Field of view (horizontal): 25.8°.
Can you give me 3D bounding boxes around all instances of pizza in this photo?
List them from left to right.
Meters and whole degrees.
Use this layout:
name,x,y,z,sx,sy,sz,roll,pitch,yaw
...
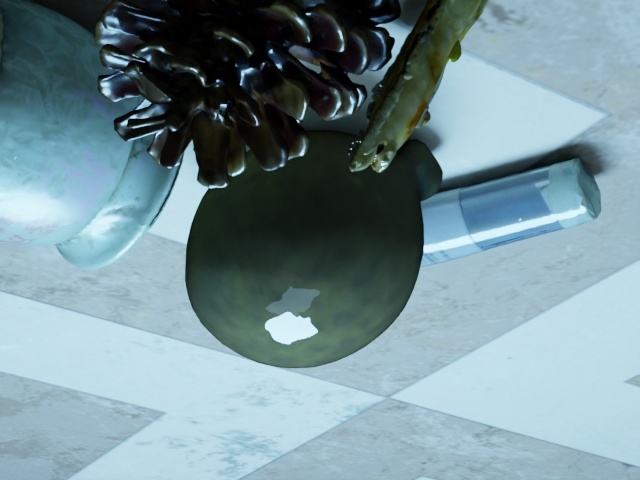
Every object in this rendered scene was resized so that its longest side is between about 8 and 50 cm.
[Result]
name,x,y,z,sx,sy,sz,roll,pitch,yaw
pizza,0.062,-0.104,0.780,0.036,0.176,0.185,28,136,-3

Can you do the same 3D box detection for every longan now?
name,x,y,z,sx,sy,sz,roll,pitch,yaw
longan,0.000,0.000,0.987,0.204,0.159,0.185,-37,167,-8

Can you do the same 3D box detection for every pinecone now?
name,x,y,z,sx,sy,sz,roll,pitch,yaw
pinecone,-0.049,-0.108,0.763,0.163,0.165,0.163,20,143,16

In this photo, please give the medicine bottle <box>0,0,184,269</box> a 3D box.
name,x,y,z,sx,sy,sz,roll,pitch,yaw
medicine bottle,-0.176,-0.066,0.870,0.143,0.147,0.147,25,143,-38

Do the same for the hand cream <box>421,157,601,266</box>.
name,x,y,z,sx,sy,sz,roll,pitch,yaw
hand cream,0.088,-0.008,1.071,0.255,0.048,0.079,-14,142,29
